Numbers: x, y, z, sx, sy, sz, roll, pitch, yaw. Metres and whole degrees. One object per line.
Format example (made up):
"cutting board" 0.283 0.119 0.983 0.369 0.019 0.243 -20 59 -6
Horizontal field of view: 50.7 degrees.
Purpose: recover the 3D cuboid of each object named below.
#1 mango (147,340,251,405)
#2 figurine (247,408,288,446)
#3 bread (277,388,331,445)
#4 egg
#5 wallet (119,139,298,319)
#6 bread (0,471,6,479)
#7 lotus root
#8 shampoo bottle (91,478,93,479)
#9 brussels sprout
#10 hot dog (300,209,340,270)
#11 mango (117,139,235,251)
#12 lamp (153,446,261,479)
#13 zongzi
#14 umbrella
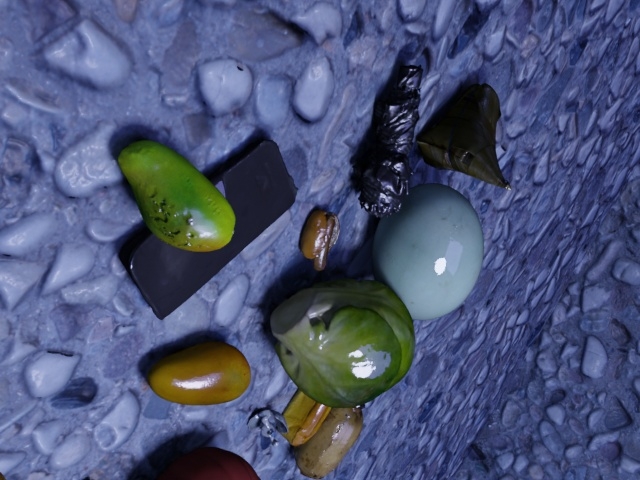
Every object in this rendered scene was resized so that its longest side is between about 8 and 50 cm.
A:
"mango" -0.244 0.273 1.394 0.253 0.113 0.138 13 110 -47
"figurine" -0.129 0.470 1.719 0.082 0.086 0.094 -38 142 -24
"bread" -0.019 0.447 1.837 0.245 0.094 0.102 -58 152 0
"egg" 0.266 0.035 1.692 0.276 0.276 0.388 -31 142 -33
"wallet" -0.195 -0.029 1.262 0.377 0.051 0.197 -43 141 -23
"bread" -0.601 0.470 1.107 0.199 0.104 0.199 -29 136 -33
"lotus root" 0.029 0.549 1.932 0.284 0.146 0.160 -54 172 8
"shampoo bottle" -0.514 0.527 1.320 0.165 0.040 0.079 -26 134 -37
"brussels sprout" 0.048 0.234 1.576 0.289 0.281 0.355 -36 128 29
"hot dog" -0.001 0.000 1.522 0.090 0.060 0.140 3 118 -48
"mango" -0.239 -0.067 1.100 0.233 0.111 0.125 44 63 -32
"lamp" -0.263 0.614 1.504 0.303 0.257 0.303 -36 136 -43
"zongzi" 0.409 -0.254 1.630 0.260 0.289 0.123 -46 132 -15
"umbrella" 0.149 -0.218 1.491 0.154 0.128 0.336 -35 137 -55
